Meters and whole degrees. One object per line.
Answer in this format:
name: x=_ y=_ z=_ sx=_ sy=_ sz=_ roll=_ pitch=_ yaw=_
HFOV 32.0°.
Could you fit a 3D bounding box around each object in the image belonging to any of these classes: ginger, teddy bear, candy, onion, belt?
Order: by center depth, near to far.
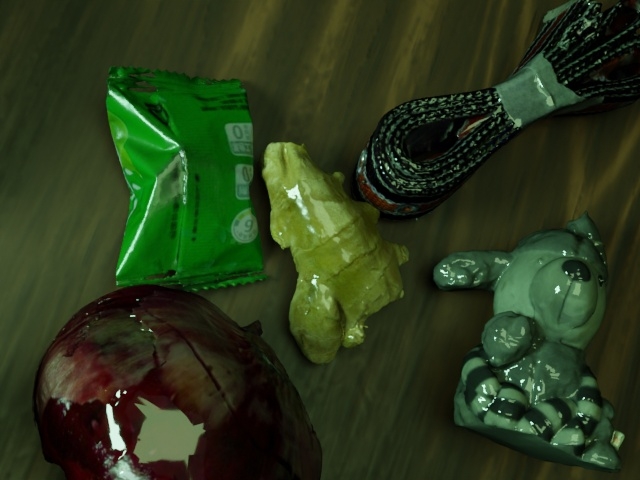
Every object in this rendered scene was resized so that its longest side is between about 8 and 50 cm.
onion: x=-0.120 y=0.158 z=0.868 sx=0.252 sy=0.252 sz=0.219 roll=45 pitch=94 yaw=-5
candy: x=-0.119 y=-0.053 z=0.983 sx=0.141 sy=0.078 sz=0.203 roll=-6 pitch=87 yaw=-18
ginger: x=0.014 y=0.003 z=1.010 sx=0.115 sy=0.081 sz=0.205 roll=-14 pitch=92 yaw=13
teddy bear: x=0.188 y=0.079 z=1.019 sx=0.171 sy=0.144 sz=0.251 roll=5 pitch=75 yaw=-2
belt: x=0.187 y=-0.130 z=1.081 sx=0.359 sy=0.094 sz=0.126 roll=-33 pitch=91 yaw=-19
